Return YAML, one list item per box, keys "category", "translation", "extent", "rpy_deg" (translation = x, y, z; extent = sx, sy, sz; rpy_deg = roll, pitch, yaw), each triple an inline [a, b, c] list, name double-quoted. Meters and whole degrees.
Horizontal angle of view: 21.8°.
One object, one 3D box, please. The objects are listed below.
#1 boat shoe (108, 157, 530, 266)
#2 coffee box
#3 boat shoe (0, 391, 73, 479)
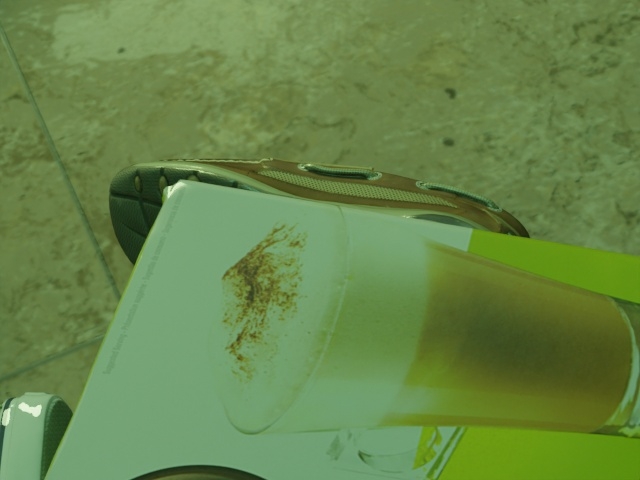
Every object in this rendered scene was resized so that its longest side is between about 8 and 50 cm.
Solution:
- category: "boat shoe"
  translation: [0.000, 0.000, 1.204]
  extent: [0.324, 0.123, 0.116]
  rpy_deg: [15, 27, 22]
- category: "coffee box"
  translation: [0.034, 0.221, 0.892]
  extent: [0.334, 0.338, 0.337]
  rpy_deg: [10, 49, 9]
- category: "boat shoe"
  translation: [-0.215, 0.235, 1.075]
  extent: [0.094, 0.109, 0.302]
  rpy_deg: [-12, 45, 13]
